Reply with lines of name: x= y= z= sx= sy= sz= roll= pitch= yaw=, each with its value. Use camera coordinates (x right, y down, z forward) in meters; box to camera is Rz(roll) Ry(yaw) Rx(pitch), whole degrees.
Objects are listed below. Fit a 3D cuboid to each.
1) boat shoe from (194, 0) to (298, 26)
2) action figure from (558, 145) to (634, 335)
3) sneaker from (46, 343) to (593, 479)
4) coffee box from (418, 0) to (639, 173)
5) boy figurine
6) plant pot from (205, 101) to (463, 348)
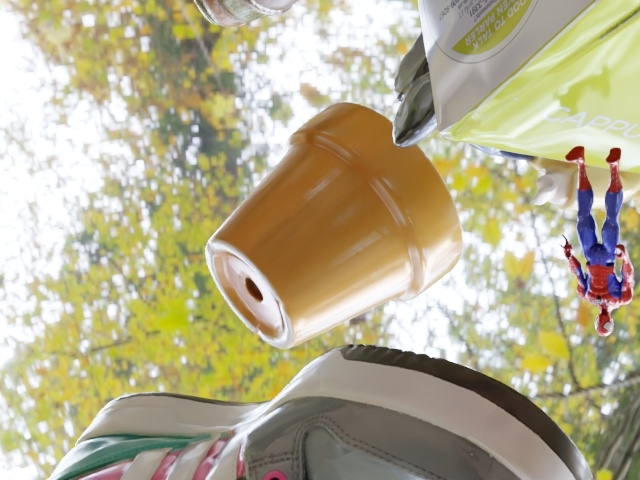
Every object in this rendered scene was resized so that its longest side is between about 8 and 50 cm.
boat shoe: x=-0.068 y=-0.287 z=0.818 sx=0.104 sy=0.111 sz=0.307 roll=-20 pitch=-108 yaw=37
action figure: x=0.160 y=0.004 z=0.744 sx=0.038 sy=0.115 sz=0.030 roll=2 pitch=-151 yaw=25
sneaker: x=-0.048 y=0.139 z=0.493 sx=0.124 sy=0.295 sz=0.178 roll=49 pitch=-127 yaw=-19
coffee box: x=0.270 y=-0.248 z=0.746 sx=0.338 sy=0.338 sz=0.334 roll=7 pitch=-117 yaw=-27
boy figurine: x=0.201 y=-0.094 z=1.042 sx=0.285 sy=0.092 sz=0.177 roll=16 pitch=-128 yaw=-22
plant pot: x=0.000 y=0.000 z=1.253 sx=0.188 sy=0.205 sz=0.205 roll=-37 pitch=-118 yaw=-25
